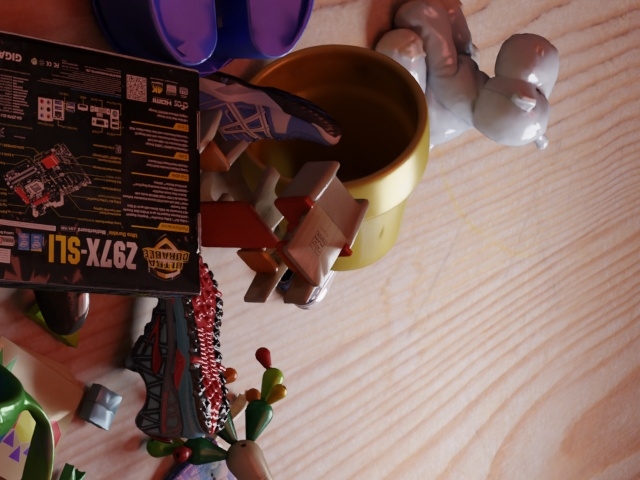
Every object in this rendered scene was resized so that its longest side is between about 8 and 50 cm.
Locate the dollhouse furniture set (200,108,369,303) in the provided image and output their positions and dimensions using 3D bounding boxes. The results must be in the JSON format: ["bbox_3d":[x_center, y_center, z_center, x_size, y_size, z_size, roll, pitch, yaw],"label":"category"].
[{"bbox_3d":[-0.081,-0.020,1.831,0.262,0.259,0.135,50,57,-32],"label":"dollhouse furniture set"}]

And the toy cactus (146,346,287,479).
[{"bbox_3d":[-0.113,0.245,1.975,0.219,0.112,0.180,-28,84,-41],"label":"toy cactus"}]

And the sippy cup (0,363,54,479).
[{"bbox_3d":[-0.422,0.216,1.439,0.240,0.305,0.224,-61,169,-83],"label":"sippy cup"}]

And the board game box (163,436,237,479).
[{"bbox_3d":[-0.153,0.323,2.012,0.090,0.020,0.090,-44,117,-25],"label":"board game box"}]

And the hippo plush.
[{"bbox_3d":[0.227,-0.235,2.286,0.234,0.236,0.294,46,60,-52],"label":"hippo plush"}]

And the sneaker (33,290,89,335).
[{"bbox_3d":[-0.334,0.004,1.631,0.132,0.086,0.229,-19,99,-47],"label":"sneaker"}]

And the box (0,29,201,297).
[{"bbox_3d":[-0.268,-0.074,1.595,0.322,0.079,0.257,5,82,-44],"label":"box"}]

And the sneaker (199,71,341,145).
[{"bbox_3d":[-0.077,-0.152,1.897,0.080,0.211,0.081,-46,153,-79],"label":"sneaker"}]

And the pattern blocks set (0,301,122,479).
[{"bbox_3d":[-0.349,0.192,1.707,0.285,0.026,0.325,-63,143,-25],"label":"pattern blocks set"}]

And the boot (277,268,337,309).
[{"bbox_3d":[0.000,0.000,2.154,0.086,0.069,0.190,48,61,-54],"label":"boot"}]

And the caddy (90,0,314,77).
[{"bbox_3d":[-0.143,-0.350,1.748,0.241,0.179,0.341,-8,107,-31],"label":"caddy"}]

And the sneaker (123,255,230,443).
[{"bbox_3d":[-0.192,0.119,1.862,0.104,0.125,0.262,43,36,-56],"label":"sneaker"}]

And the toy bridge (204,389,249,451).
[{"bbox_3d":[-0.138,0.286,2.060,0.063,0.026,0.188,49,59,-49],"label":"toy bridge"}]

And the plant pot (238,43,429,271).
[{"bbox_3d":[0.020,-0.090,2.026,0.254,0.254,0.239,-57,157,-31],"label":"plant pot"}]
